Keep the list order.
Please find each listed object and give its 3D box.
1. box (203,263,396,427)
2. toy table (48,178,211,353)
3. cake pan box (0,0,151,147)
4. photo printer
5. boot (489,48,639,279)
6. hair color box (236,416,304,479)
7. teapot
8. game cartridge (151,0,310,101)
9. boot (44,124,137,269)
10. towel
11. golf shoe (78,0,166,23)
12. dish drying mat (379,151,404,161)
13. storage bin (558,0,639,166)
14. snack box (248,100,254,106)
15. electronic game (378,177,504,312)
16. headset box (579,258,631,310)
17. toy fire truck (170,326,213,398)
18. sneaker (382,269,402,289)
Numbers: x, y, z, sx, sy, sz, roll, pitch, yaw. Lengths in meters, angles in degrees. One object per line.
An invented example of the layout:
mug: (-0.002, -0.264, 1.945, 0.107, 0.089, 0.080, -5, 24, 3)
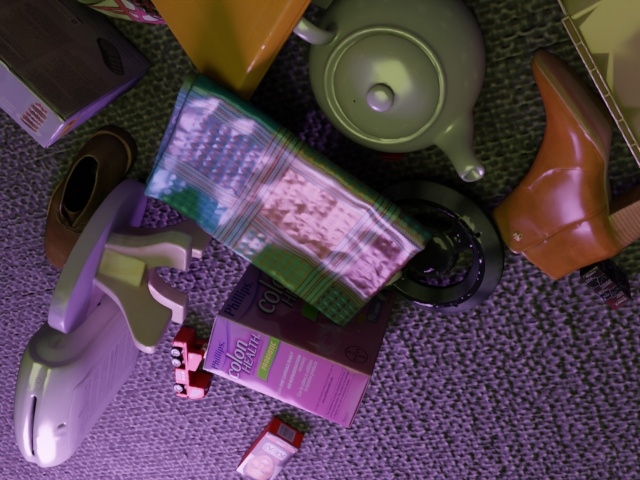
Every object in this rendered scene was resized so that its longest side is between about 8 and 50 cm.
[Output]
box: (-0.026, 0.142, 1.238, 0.243, 0.213, 0.117, 21, 123, 5)
toy table: (-0.283, 0.044, 1.233, 0.161, 0.274, 0.252, 21, 158, 2)
cake pan box: (-0.397, -0.283, 1.086, 0.267, 0.246, 0.070, 44, 121, -11)
photo printer: (-0.409, 0.213, 1.339, 0.107, 0.307, 0.256, 20, 124, 5)
boot: (0.309, -0.089, 1.075, 0.211, 0.104, 0.295, -33, 98, 39)
hair color box: (-0.097, 0.409, 1.515, 0.072, 0.043, 0.141, 32, 124, -4)
teapot: (0.086, -0.217, 1.013, 0.256, 0.187, 0.252, 2, 119, 17)
game cartridge: (-0.134, -0.369, 0.955, 0.323, 0.053, 0.285, 56, 141, 9)
boot: (-0.409, -0.050, 1.303, 0.112, 0.115, 0.305, 31, 124, -4)
towel: (-0.062, -0.043, 1.075, 0.370, 0.040, 0.271, 35, 141, -2)
golf shoe: (-0.266, -0.348, 1.124, 0.186, 0.086, 0.067, 16, 80, -8)
dish drying mat: (0.107, -0.130, 1.118, 0.032, 0.083, 0.008, 8, 119, 13)
storage bin: (0.444, -0.258, 0.921, 0.262, 0.123, 0.260, -26, 109, 28)
snack box: (-0.127, -0.158, 1.199, 0.100, 0.037, 0.141, -36, 104, 29)
electronic game: (0.165, 0.011, 1.188, 0.229, 0.048, 0.229, 16, 127, 23)
headset box: (0.417, 0.057, 1.145, 0.083, 0.062, 0.032, 42, 122, -10)
toy fire truck: (-0.200, 0.214, 1.431, 0.135, 0.047, 0.192, 9, 122, 10)
sneaker: (0.000, 0.000, 1.210, 0.271, 0.100, 0.108, 8, 109, 27)
